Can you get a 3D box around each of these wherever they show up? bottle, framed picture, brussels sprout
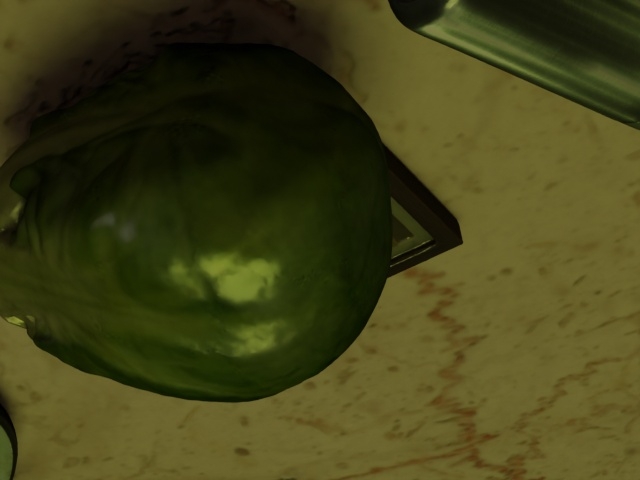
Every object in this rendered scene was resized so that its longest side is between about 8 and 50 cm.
[{"bbox_3d":[0.158,-0.133,0.996,0.254,0.079,0.096,19,97,-32],"label":"bottle"},{"bbox_3d":[0.000,0.000,1.179,0.168,0.023,0.128,-25,142,20],"label":"framed picture"},{"bbox_3d":[-0.085,-0.010,0.994,0.271,0.219,0.210,-3,131,23],"label":"brussels sprout"}]

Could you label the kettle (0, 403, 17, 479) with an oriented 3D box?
[{"bbox_3d":[-0.333,0.206,1.291,0.221,0.161,0.236,-38,141,-8],"label":"kettle"}]
